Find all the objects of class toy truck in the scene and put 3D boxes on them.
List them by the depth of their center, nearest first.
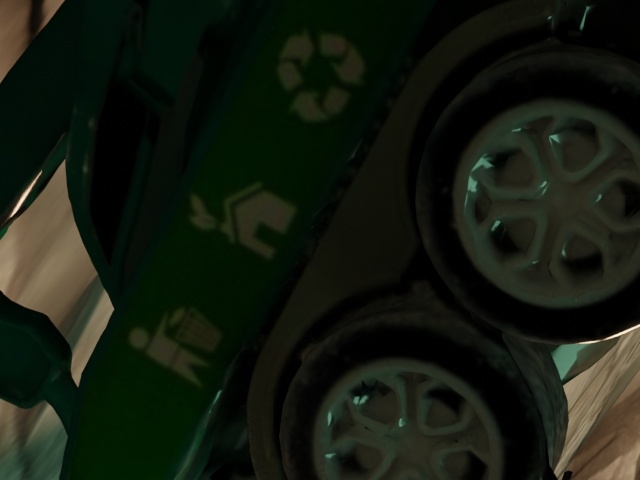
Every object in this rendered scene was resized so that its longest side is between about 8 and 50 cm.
[{"bbox_3d":[0.038,-0.081,0.412,0.363,0.178,0.176,-58,174,19],"label":"toy truck"}]
